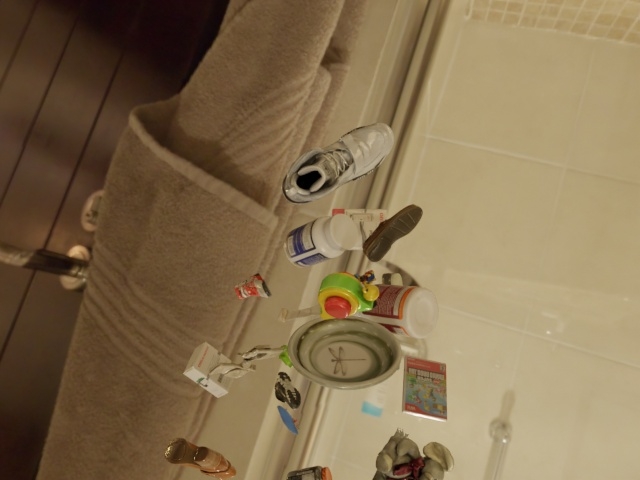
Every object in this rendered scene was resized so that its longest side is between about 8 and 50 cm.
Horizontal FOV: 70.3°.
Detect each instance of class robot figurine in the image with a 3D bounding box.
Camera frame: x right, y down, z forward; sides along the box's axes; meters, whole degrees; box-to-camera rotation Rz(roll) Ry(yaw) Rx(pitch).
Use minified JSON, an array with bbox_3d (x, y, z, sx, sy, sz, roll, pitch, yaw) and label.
[{"bbox_3d":[-0.162,0.560,2.212,0.115,0.067,0.101,50,-147,15],"label":"robot figurine"}]

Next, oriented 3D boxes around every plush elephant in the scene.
[{"bbox_3d":[0.360,0.897,1.763,0.255,0.272,0.330,22,-156,23],"label":"plush elephant"}]

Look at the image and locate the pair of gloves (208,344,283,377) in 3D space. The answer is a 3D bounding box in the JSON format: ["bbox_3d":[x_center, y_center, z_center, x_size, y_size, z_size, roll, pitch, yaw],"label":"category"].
[{"bbox_3d":[-0.284,0.473,1.757,0.240,0.042,0.204,-32,151,16],"label":"pair of gloves"}]

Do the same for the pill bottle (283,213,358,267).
[{"bbox_3d":[0.000,0.000,1.621,0.153,0.153,0.264,22,153,-33],"label":"pill bottle"}]

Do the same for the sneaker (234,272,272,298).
[{"bbox_3d":[-0.325,0.241,2.165,0.090,0.145,0.270,66,167,-17],"label":"sneaker"}]

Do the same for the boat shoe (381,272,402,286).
[{"bbox_3d":[0.386,0.319,2.421,0.091,0.305,0.109,3,-164,41],"label":"boat shoe"}]

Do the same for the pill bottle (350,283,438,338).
[{"bbox_3d":[0.321,0.315,2.091,0.224,0.224,0.392,23,165,-36],"label":"pill bottle"}]

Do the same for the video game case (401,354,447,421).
[{"bbox_3d":[0.487,0.683,2.121,0.204,0.285,0.025,12,137,2],"label":"video game case"}]

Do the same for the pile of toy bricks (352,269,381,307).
[{"bbox_3d":[0.099,0.166,1.412,0.105,0.118,0.212,-12,-174,31],"label":"pile of toy bricks"}]

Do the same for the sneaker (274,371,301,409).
[{"bbox_3d":[-0.162,0.738,2.167,0.078,0.106,0.234,19,-166,-31],"label":"sneaker"}]

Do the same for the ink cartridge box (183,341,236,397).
[{"bbox_3d":[-0.522,0.616,2.173,0.092,0.160,0.219,-34,114,30],"label":"ink cartridge box"}]

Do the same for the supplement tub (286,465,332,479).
[{"bbox_3d":[-0.049,1.091,2.058,0.190,0.117,0.117,-17,164,12],"label":"supplement tub"}]

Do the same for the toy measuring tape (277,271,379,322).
[{"bbox_3d":[0.000,0.151,1.203,0.330,0.121,0.121,-14,156,31],"label":"toy measuring tape"}]

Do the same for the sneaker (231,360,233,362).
[{"bbox_3d":[-0.535,0.651,2.328,0.178,0.077,0.072,-18,-149,2],"label":"sneaker"}]

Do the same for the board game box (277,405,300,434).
[{"bbox_3d":[-0.152,0.883,2.260,0.033,0.169,0.133,-30,-157,-32],"label":"board game box"}]

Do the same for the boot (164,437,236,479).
[{"bbox_3d":[-0.357,0.658,1.350,0.197,0.073,0.152,-5,136,33],"label":"boot"}]

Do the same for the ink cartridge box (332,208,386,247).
[{"bbox_3d":[0.201,-0.057,2.346,0.282,0.207,0.117,0,174,3],"label":"ink cartridge box"}]

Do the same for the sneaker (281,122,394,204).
[{"bbox_3d":[0.053,-0.211,1.254,0.137,0.365,0.210,60,-178,-6],"label":"sneaker"}]

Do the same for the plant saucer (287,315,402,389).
[{"bbox_3d":[0.083,0.412,1.609,0.400,0.101,0.400,1,-156,0],"label":"plant saucer"}]

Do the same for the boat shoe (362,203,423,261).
[{"bbox_3d":[0.292,-0.051,1.926,0.110,0.307,0.104,40,-167,-32],"label":"boat shoe"}]
